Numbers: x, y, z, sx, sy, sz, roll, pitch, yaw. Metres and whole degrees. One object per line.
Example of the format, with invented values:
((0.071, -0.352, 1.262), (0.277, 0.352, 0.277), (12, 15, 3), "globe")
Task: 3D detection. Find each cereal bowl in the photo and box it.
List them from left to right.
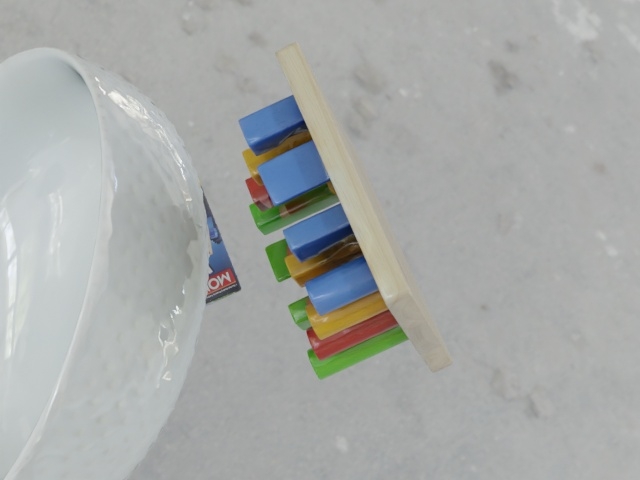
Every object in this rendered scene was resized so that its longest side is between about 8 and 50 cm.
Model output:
((-0.187, 0.047, 0.781), (0.141, 0.339, 0.339), (21, 47, -40), "cereal bowl")

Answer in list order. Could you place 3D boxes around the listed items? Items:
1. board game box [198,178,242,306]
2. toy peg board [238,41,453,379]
((-0.188, 0.042, 1.141), (0.194, 0.060, 0.194), (-21, 89, -8), "board game box")
((0.000, 0.000, 0.650), (0.161, 0.079, 0.160), (66, 6, 23), "toy peg board")
